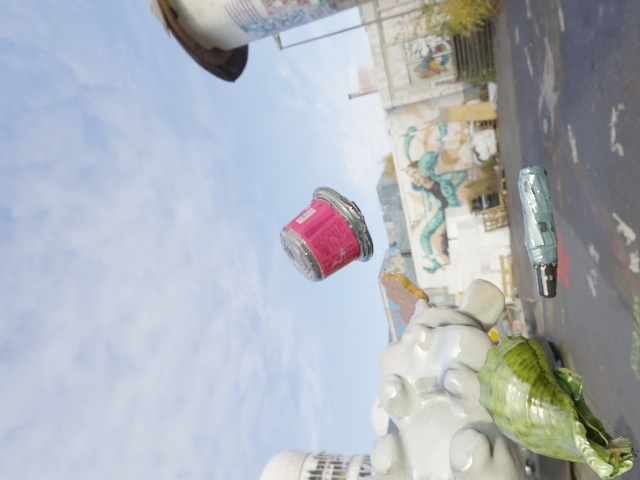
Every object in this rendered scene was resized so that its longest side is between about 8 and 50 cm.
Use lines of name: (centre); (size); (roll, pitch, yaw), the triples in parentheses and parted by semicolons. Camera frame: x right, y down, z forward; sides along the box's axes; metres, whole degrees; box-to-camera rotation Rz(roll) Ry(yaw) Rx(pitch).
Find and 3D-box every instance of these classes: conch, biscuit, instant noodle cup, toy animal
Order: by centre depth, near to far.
conch: (0.165, 0.114, 0.306); (0.121, 0.089, 0.074); (-137, 48, -65)
toy animal: (0.214, 0.229, 0.692); (0.241, 0.196, 0.368); (39, -138, -35)
instant noodle cup: (0.000, 0.000, 1.218); (0.258, 0.181, 0.302); (49, 161, 17)
biscuit: (0.289, 0.205, 1.284); (0.044, 0.202, 0.289); (-41, -82, -21)

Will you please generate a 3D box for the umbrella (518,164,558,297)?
umbrella: (0.412, -0.018, 0.807); (0.053, 0.052, 0.251); (1, -97, -39)
